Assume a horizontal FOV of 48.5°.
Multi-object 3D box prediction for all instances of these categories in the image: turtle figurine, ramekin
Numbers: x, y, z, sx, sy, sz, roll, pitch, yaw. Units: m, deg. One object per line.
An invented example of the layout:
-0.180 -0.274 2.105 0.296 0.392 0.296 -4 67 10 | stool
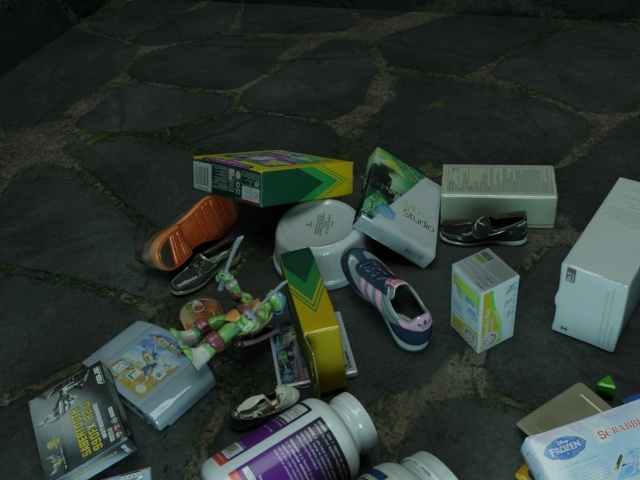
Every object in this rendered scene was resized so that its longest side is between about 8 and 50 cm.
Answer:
-0.217 0.149 1.614 0.266 0.275 0.198 -34 67 -14 | turtle figurine
0.000 0.000 1.908 0.272 0.127 0.273 -5 39 4 | ramekin

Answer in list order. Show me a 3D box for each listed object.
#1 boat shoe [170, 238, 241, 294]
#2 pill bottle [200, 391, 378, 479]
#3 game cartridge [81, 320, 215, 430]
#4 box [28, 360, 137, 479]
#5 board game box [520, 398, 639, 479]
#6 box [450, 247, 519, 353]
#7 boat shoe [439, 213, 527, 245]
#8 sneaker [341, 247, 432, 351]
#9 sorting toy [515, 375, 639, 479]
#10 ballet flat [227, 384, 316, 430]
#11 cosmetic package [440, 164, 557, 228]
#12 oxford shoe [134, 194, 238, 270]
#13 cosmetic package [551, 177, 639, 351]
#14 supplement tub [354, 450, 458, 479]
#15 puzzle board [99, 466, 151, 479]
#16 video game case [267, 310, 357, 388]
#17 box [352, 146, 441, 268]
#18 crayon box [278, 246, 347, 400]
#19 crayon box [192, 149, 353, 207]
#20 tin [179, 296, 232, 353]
-0.315 0.065 1.922 0.223 0.073 0.080 -32 45 -27 | boat shoe
-0.053 0.426 1.358 0.323 0.181 0.181 -27 43 -22 | pill bottle
-0.397 0.302 1.668 0.297 0.062 0.198 25 53 33 | game cartridge
-0.514 0.396 1.527 0.183 0.056 0.231 -29 47 -7 | box
0.573 0.454 1.256 0.318 0.066 0.318 -15 54 -10 | board game box
0.371 0.139 1.618 0.103 0.203 0.114 -23 43 -17 | box
0.440 -0.036 1.920 0.233 0.079 0.084 -1 41 10 | boat shoe
0.164 0.109 1.697 0.112 0.131 0.319 -26 58 -23 | sneaker
0.519 0.390 1.416 0.347 0.047 0.196 -25 39 -20 | sorting toy
-0.105 0.355 1.540 0.203 0.074 0.074 -16 40 -10 | ballet flat
0.495 -0.126 1.992 0.309 0.113 0.160 2 40 12 | cosmetic package
-0.378 -0.041 2.027 0.132 0.130 0.363 1 27 38 | oxford shoe
0.696 0.048 1.671 0.156 0.217 0.385 20 48 30 | cosmetic package
0.090 0.520 1.177 0.325 0.235 0.235 -26 43 -21 | supplement tub
-0.406 0.515 1.441 0.128 0.011 0.096 -13 40 -7 | puzzle board
-0.022 0.260 1.679 0.183 0.023 0.201 -11 40 -4 | video game case
0.218 -0.097 1.950 0.232 0.058 0.322 30 39 -13 | box
-0.012 0.193 1.584 0.081 0.202 0.318 -13 41 -7 | crayon box
-0.140 -0.184 2.027 0.313 0.106 0.363 -9 17 -37 | crayon box
-0.286 0.213 1.769 0.106 0.040 0.190 -17 40 -18 | tin
